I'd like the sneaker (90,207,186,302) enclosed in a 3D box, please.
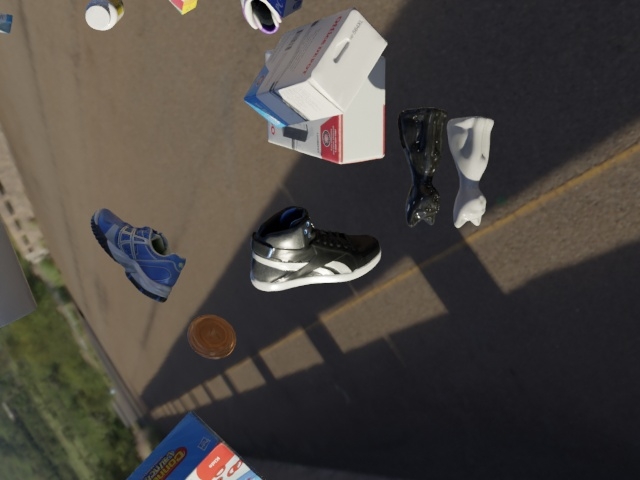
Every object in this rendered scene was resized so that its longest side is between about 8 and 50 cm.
[{"bbox_3d":[-0.290,0.009,1.349,0.211,0.081,0.080,41,-175,28],"label":"sneaker"}]

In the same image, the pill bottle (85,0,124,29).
[{"bbox_3d":[-0.443,-0.467,1.717,0.116,0.065,0.065,-94,-16,-64],"label":"pill bottle"}]

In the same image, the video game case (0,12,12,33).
[{"bbox_3d":[-0.581,-0.358,1.341,0.119,0.166,0.015,-169,84,-68],"label":"video game case"}]

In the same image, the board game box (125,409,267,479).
[{"bbox_3d":[-0.192,0.448,1.196,0.086,0.308,0.302,29,161,47],"label":"board game box"}]

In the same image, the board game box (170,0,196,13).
[{"bbox_3d":[-0.209,-0.438,1.173,0.124,0.039,0.259,49,154,5],"label":"board game box"}]

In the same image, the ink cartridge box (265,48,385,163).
[{"bbox_3d":[0.004,-0.278,1.683,0.273,0.114,0.197,25,121,53],"label":"ink cartridge box"}]

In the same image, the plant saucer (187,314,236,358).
[{"bbox_3d":[-0.182,0.161,1.418,0.083,0.083,0.013,52,140,17],"label":"plant saucer"}]

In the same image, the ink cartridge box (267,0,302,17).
[{"bbox_3d":[-0.061,-0.460,1.336,0.097,0.046,0.207,50,158,12],"label":"ink cartridge box"}]

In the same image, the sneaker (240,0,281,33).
[{"bbox_3d":[-0.117,-0.486,1.723,0.282,0.102,0.161,7,-111,-76],"label":"sneaker"}]

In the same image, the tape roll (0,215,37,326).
[{"bbox_3d":[-0.560,0.066,1.220,0.246,0.246,0.169,-2,108,67],"label":"tape roll"}]

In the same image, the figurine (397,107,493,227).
[{"bbox_3d":[0.234,-0.126,1.551,0.092,0.215,0.209,1,90,50],"label":"figurine"}]

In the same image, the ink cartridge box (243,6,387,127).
[{"bbox_3d":[-0.011,-0.267,1.323,0.086,0.148,0.203,39,161,-28],"label":"ink cartridge box"}]

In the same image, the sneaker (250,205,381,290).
[{"bbox_3d":[0.000,0.000,1.265,0.079,0.216,0.121,51,146,46],"label":"sneaker"}]
